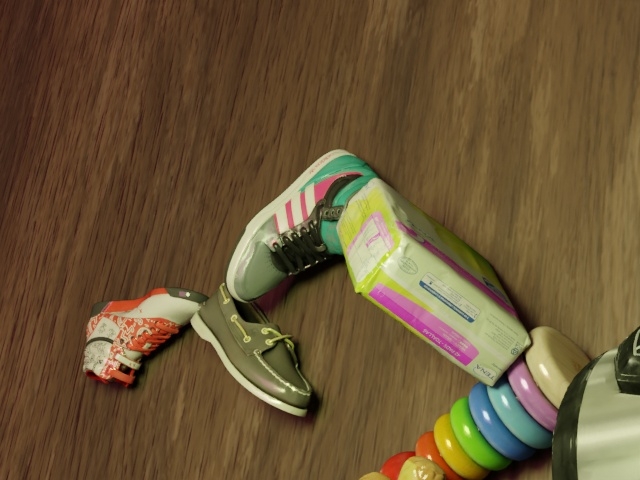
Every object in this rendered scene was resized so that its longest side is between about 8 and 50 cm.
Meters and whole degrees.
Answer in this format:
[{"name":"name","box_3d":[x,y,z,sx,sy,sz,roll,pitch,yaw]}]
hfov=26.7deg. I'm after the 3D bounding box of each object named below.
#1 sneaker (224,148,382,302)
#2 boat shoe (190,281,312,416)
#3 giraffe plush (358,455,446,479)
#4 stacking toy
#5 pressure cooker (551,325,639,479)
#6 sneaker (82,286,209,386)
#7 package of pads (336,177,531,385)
[{"name":"sneaker","box_3d":[0.000,0.000,2.047,0.295,0.124,0.178,-49,39,-10]},{"name":"boat shoe","box_3d":[-0.097,0.161,2.062,0.091,0.109,0.305,-57,41,7]},{"name":"giraffe plush","box_3d":[0.096,0.399,1.683,0.210,0.181,0.170,-42,9,23]},{"name":"stacking toy","box_3d":[0.208,0.257,1.755,0.330,0.141,0.141,-41,47,25]},{"name":"pressure cooker","box_3d":[0.492,0.241,1.341,0.420,0.375,0.369,-18,57,36]},{"name":"sneaker","box_3d":[-0.291,0.166,2.238,0.270,0.090,0.145,-12,61,39]},{"name":"package of pads","box_3d":[0.136,0.045,1.769,0.101,0.229,0.296,-51,14,11]}]
